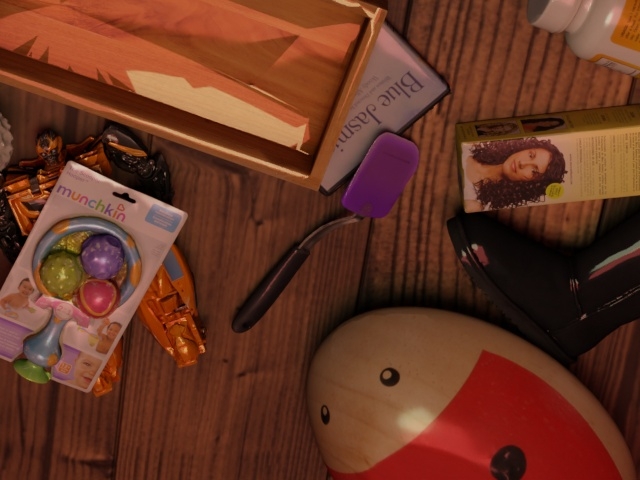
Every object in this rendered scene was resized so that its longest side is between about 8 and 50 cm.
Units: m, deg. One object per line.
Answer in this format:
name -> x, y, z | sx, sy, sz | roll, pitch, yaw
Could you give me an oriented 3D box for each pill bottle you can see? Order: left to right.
pill bottle -> 0.319, -0.225, 1.806 | 0.208, 0.117, 0.117 | 17, 115, -11

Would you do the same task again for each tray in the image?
tray -> -0.160, -0.215, 1.789 | 0.411, 0.076, 0.203 | 19, 113, -5

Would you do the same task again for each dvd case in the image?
dvd case -> -0.013, -0.183, 1.862 | 0.180, 0.022, 0.253 | -41, 112, 16

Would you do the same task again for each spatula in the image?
spatula -> 0.000, 0.000, 1.947 | 0.296, 0.030, 0.084 | -45, 144, 23

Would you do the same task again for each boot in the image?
boot -> 0.280, 0.012, 1.934 | 0.207, 0.094, 0.246 | -34, 121, 17

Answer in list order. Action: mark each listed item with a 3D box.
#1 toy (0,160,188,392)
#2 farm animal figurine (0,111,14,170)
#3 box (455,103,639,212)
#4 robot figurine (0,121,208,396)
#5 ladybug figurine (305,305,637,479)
toy -> -0.249, 0.051, 1.854 | 0.137, 0.056, 0.237 | 24, 113, -17
farm animal figurine -> -0.521, -0.060, 1.813 | 0.327, 0.172, 0.330 | 31, 111, -17
box -> 0.262, -0.088, 1.905 | 0.232, 0.058, 0.087 | -7, 117, 0
robot figurine -> -0.236, 0.016, 1.916 | 0.211, 0.085, 0.291 | -20, 116, 6
ladybug figurine -> 0.172, 0.259, 1.994 | 0.449, 0.162, 0.305 | 39, 124, -20
